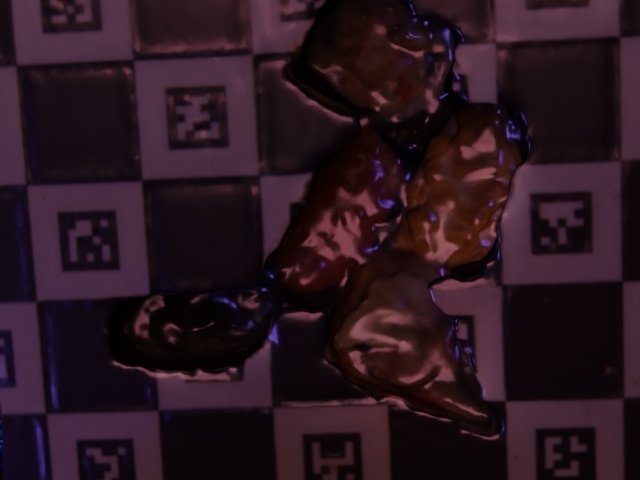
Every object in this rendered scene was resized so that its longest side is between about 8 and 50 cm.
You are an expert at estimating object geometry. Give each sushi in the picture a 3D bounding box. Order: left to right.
[{"bbox_3d":[0.000,0.000,0.707,0.359,0.064,0.343,-2,99,4],"label":"sushi"}]

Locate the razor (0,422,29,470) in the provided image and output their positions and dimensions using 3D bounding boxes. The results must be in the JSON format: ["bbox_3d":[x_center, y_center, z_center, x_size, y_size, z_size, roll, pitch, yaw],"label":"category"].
[{"bbox_3d":[-0.327,0.136,0.717,0.324,0.056,0.093,-22,75,-2],"label":"razor"}]
